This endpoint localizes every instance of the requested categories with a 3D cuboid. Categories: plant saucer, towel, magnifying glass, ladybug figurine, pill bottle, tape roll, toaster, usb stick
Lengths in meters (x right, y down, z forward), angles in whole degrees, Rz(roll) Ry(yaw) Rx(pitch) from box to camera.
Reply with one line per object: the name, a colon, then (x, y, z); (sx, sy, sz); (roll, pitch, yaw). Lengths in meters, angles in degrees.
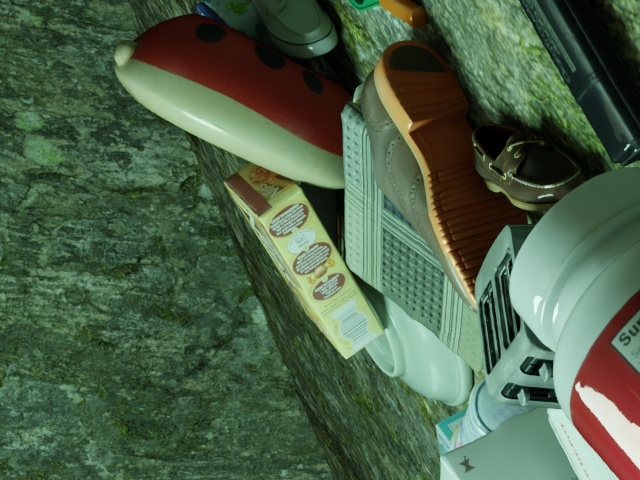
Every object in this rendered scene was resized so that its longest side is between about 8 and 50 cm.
plant saucer: (0.124, 0.126, 1.908); (0.400, 0.101, 0.400); (58, 165, 26)
towel: (0.145, -0.004, 1.534); (0.312, 0.056, 0.324); (39, 148, 33)
magnifying glass: (0.075, -0.330, 1.427); (0.231, 0.026, 0.092); (51, 161, 52)
ladybug figurine: (-0.107, -0.223, 1.674); (0.449, 0.161, 0.305); (21, -168, -35)
pill bottle: (0.326, 0.126, 0.810); (0.407, 0.229, 0.229); (53, 163, 42)
tape roll: (0.000, 0.000, 2.020); (0.219, 0.072, 0.219); (-1, -90, -86)
toaster: (0.242, 0.074, 1.148); (0.168, 0.110, 0.185); (105, 164, -62)
usb stick: (0.231, -0.195, 1.004); (0.278, 0.045, 0.077); (62, 174, 10)

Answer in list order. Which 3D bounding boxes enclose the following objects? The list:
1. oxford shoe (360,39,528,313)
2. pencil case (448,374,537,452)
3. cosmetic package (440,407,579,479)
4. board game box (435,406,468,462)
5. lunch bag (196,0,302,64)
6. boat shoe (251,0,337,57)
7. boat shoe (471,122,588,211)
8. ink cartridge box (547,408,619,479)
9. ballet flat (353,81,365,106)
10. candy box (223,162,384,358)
oxford shoe: (0.150, -0.063, 1.338); (0.133, 0.130, 0.363); (-46, 59, 57)
pencil case: (0.262, 0.286, 1.625); (0.273, 0.114, 0.124); (91, 162, -62)
cosmetic package: (0.288, 0.385, 1.487); (0.156, 0.217, 0.385); (57, 167, 32)
board game box: (0.310, 0.490, 1.890); (0.253, 0.079, 0.336); (53, 162, 43)
lunch bag: (-0.118, -0.344, 1.911); (0.176, 0.090, 0.219); (49, 178, 47)
boat shoe: (-0.053, -0.380, 1.698); (0.267, 0.096, 0.088); (-117, 5, -46)
boat shoe: (0.221, -0.084, 1.183); (0.073, 0.073, 0.207); (67, 167, -19)
ink cartridge box: (0.357, 0.235, 1.198); (0.158, 0.092, 0.218); (64, 165, 6)
ballet flat: (0.078, -0.187, 1.545); (0.206, 0.067, 0.073); (92, -175, -61)
candy box: (-0.026, 0.027, 1.780); (0.316, 0.088, 0.183); (60, 171, -30)
